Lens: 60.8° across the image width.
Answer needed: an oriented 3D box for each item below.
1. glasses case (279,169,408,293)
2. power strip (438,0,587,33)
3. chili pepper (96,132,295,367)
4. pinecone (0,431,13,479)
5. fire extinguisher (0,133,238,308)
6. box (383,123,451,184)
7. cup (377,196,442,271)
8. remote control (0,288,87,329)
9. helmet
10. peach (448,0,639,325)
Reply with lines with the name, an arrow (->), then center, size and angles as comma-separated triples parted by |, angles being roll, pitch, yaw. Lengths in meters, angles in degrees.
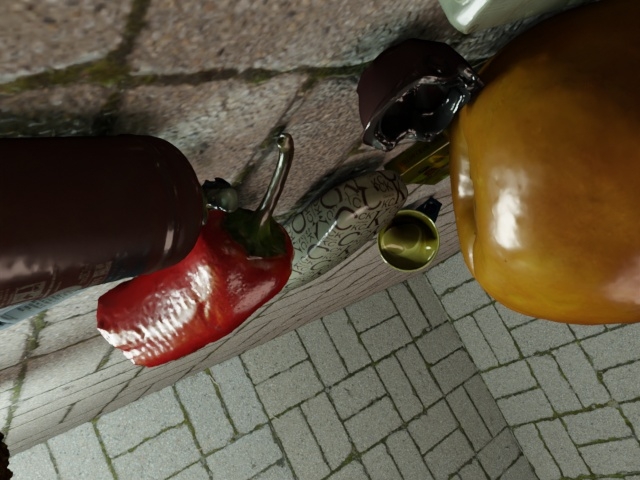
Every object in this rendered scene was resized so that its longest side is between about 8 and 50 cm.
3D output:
glasses case -> 0.000, 0.000, 0.841 | 0.137, 0.085, 0.355 | -18, 166, -36
power strip -> 0.209, -0.229, 0.414 | 0.271, 0.046, 0.118 | -24, 171, -25
chili pepper -> -0.102, 0.027, 0.626 | 0.338, 0.131, 0.134 | -35, 176, 24
pinecone -> -0.594, 0.374, 0.770 | 0.292, 0.246, 0.246 | -20, 166, -24
fire extinguisher -> -0.179, -0.018, 0.364 | 0.138, 0.102, 0.344 | 5, -167, 39
box -> 0.188, -0.130, 0.842 | 0.121, 0.030, 0.193 | -34, 168, 28
cup -> 0.207, -0.013, 1.210 | 0.176, 0.131, 0.155 | -54, 171, 2
remote control -> -0.233, 0.023, 0.515 | 0.244, 0.047, 0.087 | -27, 165, -10
helmet -> 0.076, -0.133, 0.473 | 0.123, 0.070, 0.098 | -11, 155, -34
peach -> 0.296, -0.077, 0.558 | 0.302, 0.342, 0.343 | -6, 169, 5
